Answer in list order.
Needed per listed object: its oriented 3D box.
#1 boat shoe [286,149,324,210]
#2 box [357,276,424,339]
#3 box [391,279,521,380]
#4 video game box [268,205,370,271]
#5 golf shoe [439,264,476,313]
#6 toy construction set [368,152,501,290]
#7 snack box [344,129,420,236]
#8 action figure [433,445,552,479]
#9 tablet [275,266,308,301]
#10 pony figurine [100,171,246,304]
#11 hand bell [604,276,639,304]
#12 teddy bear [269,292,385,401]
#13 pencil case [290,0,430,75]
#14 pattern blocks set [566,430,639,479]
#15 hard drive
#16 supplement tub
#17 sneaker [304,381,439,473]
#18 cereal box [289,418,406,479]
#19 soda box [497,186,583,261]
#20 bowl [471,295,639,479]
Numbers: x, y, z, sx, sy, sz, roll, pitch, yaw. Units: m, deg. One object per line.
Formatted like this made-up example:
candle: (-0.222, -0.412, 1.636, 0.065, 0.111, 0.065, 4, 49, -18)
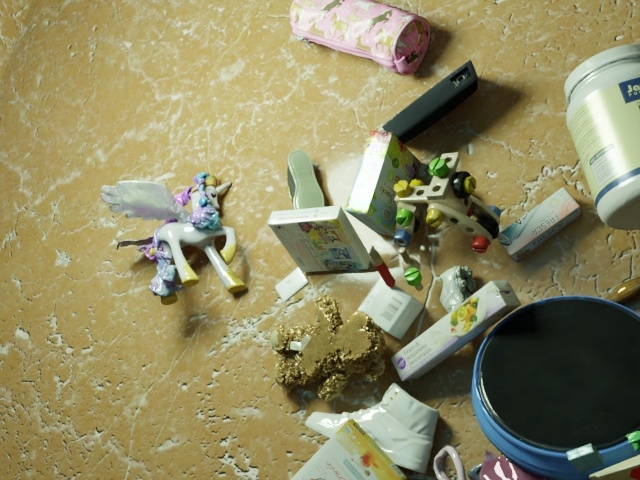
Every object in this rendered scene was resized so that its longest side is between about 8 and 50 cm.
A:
boat shoe: (-0.041, -0.124, 1.953, 0.081, 0.068, 0.227, -6, 68, -12)
box: (0.164, 0.157, 1.729, 0.102, 0.087, 0.101, 34, 90, 34)
box: (0.284, 0.197, 1.594, 0.324, 0.067, 0.063, -45, 57, 35)
video game box: (0.000, 0.000, 1.803, 0.187, 0.205, 0.048, -1, 52, 28)
golf shoe: (0.309, 0.146, 1.683, 0.086, 0.069, 0.176, -21, 61, 49)
toy construction set: (0.222, -0.062, 1.628, 0.309, 0.237, 0.257, -46, 46, -10)
snack box: (0.152, -0.134, 1.787, 0.070, 0.174, 0.207, 13, 80, 34)
action figure: (0.326, 0.571, 1.367, 0.276, 0.248, 0.370, 18, 56, 6)
tablet: (-0.075, 0.113, 1.920, 0.083, 0.006, 0.054, -40, 59, 9)
pony figurine: (-0.387, -0.016, 2.007, 0.351, 0.302, 0.363, -10, 60, -10)
hand bell: (0.682, 0.066, 1.496, 0.242, 0.126, 0.126, -36, 59, 27)
teddy bear: (0.014, 0.258, 1.759, 0.338, 0.113, 0.245, -35, 60, 28)
pencil case: (0.102, -0.560, 1.977, 0.386, 0.160, 0.167, 26, 110, 32)
pattern blocks set: (0.576, 0.428, 1.295, 0.286, 0.324, 0.026, -21, 35, 19)
hard drive: (0.272, -0.326, 1.802, 0.255, 0.172, 0.054, -36, 83, 10)
supplement tub: (0.643, -0.209, 1.517, 0.236, 0.235, 0.324, -20, 65, 21)
sneaker: (0.121, 0.393, 1.665, 0.293, 0.108, 0.169, 14, 78, 21)
cereal box: (0.043, 0.527, 1.591, 0.173, 0.047, 0.240, 45, 103, 17)
soda box: (0.484, -0.034, 1.645, 0.183, 0.058, 0.063, -37, 59, 11)
bowl: (0.483, 0.267, 1.436, 0.391, 0.077, 0.391, -14, 42, 13)
